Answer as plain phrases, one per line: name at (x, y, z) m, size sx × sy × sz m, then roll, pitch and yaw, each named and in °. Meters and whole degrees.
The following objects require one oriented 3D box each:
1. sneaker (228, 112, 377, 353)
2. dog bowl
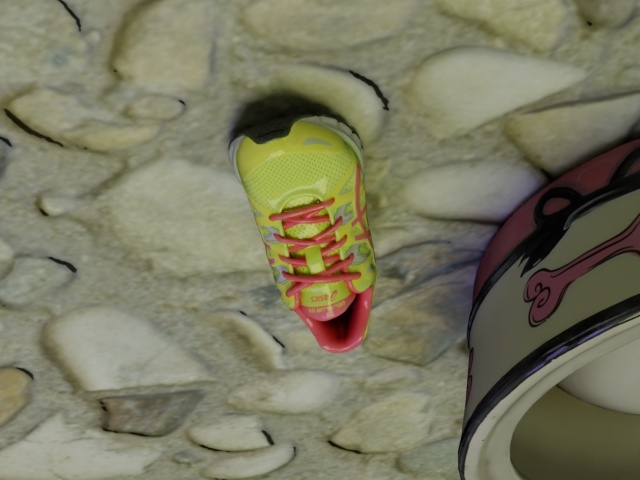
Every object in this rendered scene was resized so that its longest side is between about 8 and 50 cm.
sneaker at (0.000, 0.000, 0.978) m, size 0.081 × 0.094 × 0.208 m, roll -14°, pitch 145°, yaw 9°
dog bowl at (0.287, 0.065, 1.104) m, size 0.407 × 0.150 × 0.408 m, roll -6°, pitch 147°, yaw -4°
